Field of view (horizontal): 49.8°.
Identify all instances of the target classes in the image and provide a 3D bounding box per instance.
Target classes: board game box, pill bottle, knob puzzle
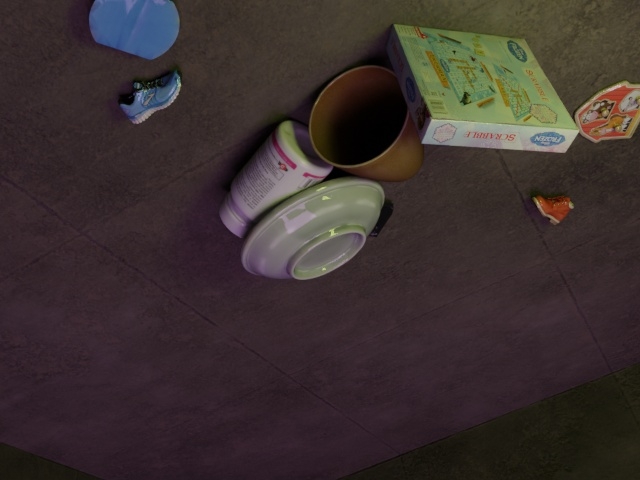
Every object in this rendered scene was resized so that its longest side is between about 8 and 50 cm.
[{"bbox_3d":[-0.360,-0.430,1.337,0.169,0.033,0.133,11,130,-32],"label":"board game box"},{"bbox_3d":[-0.112,-0.135,1.640,0.160,0.160,0.283,22,129,-33],"label":"pill bottle"},{"bbox_3d":[0.735,-0.318,1.745,0.213,0.030,0.213,-7,140,-6],"label":"knob puzzle"},{"bbox_3d":[0.322,-0.316,1.421,0.318,0.318,0.065,2,139,-15],"label":"board game box"}]

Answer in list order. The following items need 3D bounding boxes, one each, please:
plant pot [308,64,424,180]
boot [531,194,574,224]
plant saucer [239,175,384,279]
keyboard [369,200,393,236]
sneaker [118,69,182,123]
[{"bbox_3d":[0.138,-0.231,1.567,0.237,0.237,0.254,-29,151,19],"label":"plant pot"},{"bbox_3d":[0.659,-0.105,1.957,0.085,0.059,0.158,-41,141,25],"label":"boot"},{"bbox_3d":[0.000,0.000,1.717,0.401,0.100,0.400,-25,158,-11],"label":"plant saucer"},{"bbox_3d":[0.028,-0.061,1.864,0.317,0.033,0.201,13,128,-25],"label":"keyboard"},{"bbox_3d":[-0.359,-0.310,1.452,0.162,0.063,0.073,-30,133,19],"label":"sneaker"}]
